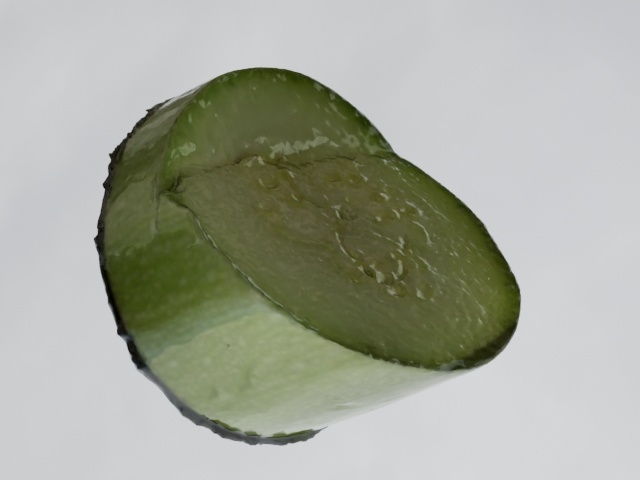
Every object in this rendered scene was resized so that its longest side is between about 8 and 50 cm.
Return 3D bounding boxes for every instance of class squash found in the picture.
[{"bbox_3d":[-0.009,-0.006,0.659,0.133,0.220,0.220,-33,-157,44],"label":"squash"}]
